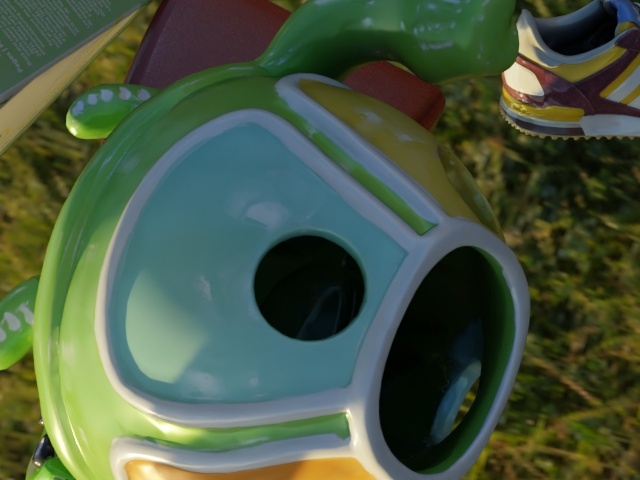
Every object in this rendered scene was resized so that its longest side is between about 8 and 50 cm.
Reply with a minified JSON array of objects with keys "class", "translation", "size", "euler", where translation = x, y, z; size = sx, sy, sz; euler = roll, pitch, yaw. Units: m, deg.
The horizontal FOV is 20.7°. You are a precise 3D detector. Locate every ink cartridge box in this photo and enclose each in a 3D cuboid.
[{"class":"ink cartridge box","translation":[-0.185,-0.033,0.690],"size":[0.056,0.235,0.171],"euler":[49,130,-4]}]

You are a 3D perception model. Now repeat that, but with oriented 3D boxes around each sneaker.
[{"class":"sneaker","translation":[0.206,-0.113,1.105],"size":[0.069,0.186,0.084],"euler":[-110,18,-48]}]

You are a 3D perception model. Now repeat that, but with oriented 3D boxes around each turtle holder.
[{"class":"turtle holder","translation":[0.003,0.018,0.947],"size":[0.227,0.243,0.320],"euler":[12,48,43]}]

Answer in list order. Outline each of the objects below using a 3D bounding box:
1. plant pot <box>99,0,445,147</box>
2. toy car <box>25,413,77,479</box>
[{"class":"plant pot","translation":[-0.084,-0.034,1.560],"size":[0.267,0.235,0.267],"euler":[27,136,4]},{"class":"toy car","translation":[-0.159,0.176,1.090],"size":[0.053,0.239,0.225],"euler":[-56,16,24]}]
